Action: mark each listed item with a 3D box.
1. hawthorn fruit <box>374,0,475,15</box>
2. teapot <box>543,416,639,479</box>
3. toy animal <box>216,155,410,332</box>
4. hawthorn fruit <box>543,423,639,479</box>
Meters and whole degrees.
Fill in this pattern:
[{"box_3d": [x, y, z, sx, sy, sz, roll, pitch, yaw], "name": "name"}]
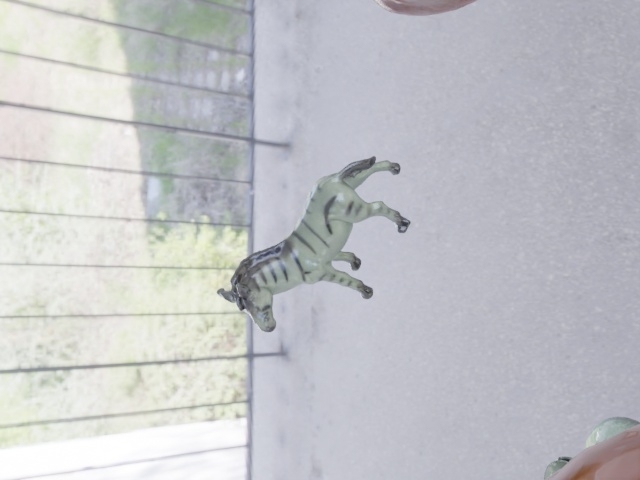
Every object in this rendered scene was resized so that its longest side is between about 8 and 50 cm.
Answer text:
[{"box_3d": [0.097, -0.295, 0.544, 0.262, 0.210, 0.210, -45, 50, 12], "name": "hawthorn fruit"}, {"box_3d": [0.566, 0.460, 1.570, 0.183, 0.251, 0.183, 13, 106, 54], "name": "teapot"}, {"box_3d": [-0.003, -0.002, 0.875, 0.073, 0.176, 0.217, 44, 115, 49], "name": "toy animal"}, {"box_3d": [0.280, 0.315, 0.402, 0.472, 0.472, 0.471, -5, 84, 53], "name": "hawthorn fruit"}]
